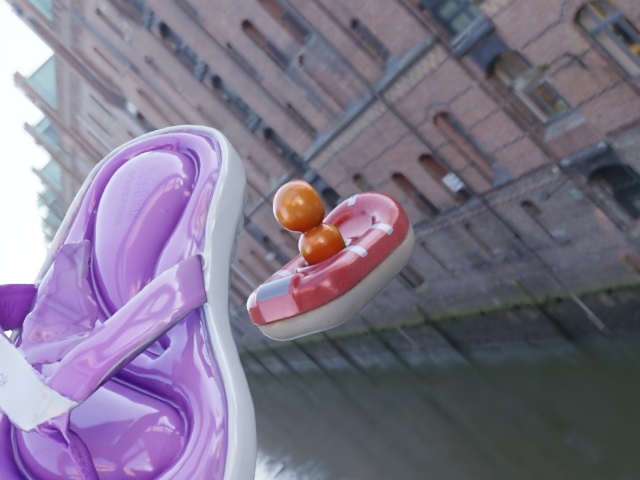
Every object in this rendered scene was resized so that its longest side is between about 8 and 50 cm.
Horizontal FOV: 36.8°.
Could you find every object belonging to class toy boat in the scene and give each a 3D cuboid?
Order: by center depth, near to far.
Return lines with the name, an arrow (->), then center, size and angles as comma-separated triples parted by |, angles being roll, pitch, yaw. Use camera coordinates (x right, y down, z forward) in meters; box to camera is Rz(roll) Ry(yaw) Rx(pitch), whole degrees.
toy boat -> 0.000, 0.000, 1.088 | 0.151, 0.151, 0.231 | -20, 13, 39

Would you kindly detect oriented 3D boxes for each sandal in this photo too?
sandal -> -0.129, 0.041, 0.524 | 0.169, 0.102, 0.416 | -19, 34, 9
